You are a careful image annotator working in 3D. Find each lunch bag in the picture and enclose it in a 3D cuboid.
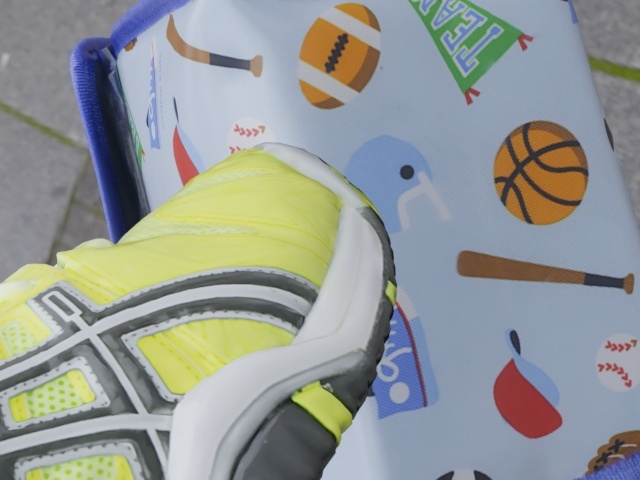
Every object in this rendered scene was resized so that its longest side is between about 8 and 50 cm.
[{"bbox_3d":[0.000,0.000,0.894,0.385,0.238,0.328,179,76,-71],"label":"lunch bag"}]

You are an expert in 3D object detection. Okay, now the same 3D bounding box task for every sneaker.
[{"bbox_3d":[-0.101,0.071,0.422,0.145,0.147,0.385,-47,5,43],"label":"sneaker"}]
